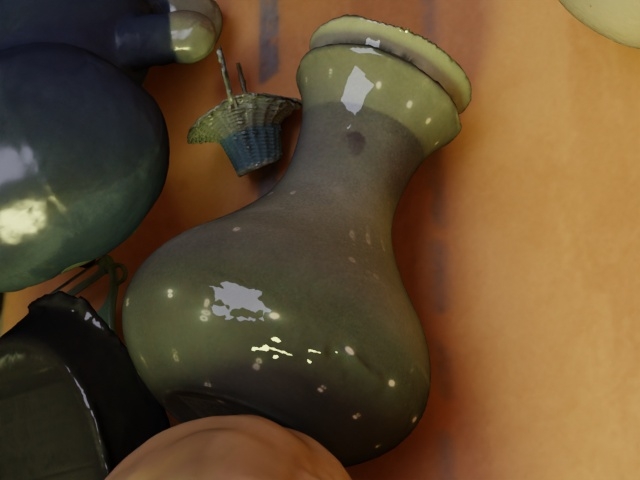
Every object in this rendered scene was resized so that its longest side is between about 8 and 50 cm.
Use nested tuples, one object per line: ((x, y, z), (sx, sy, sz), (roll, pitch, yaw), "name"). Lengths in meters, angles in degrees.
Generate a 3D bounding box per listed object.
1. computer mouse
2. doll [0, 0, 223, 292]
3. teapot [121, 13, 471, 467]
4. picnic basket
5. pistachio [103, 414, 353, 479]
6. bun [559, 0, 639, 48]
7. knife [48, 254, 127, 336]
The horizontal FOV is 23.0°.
((-0.143, 0.179, 0.965), (0.168, 0.087, 0.295), (-18, 80, 44), "computer mouse")
((-0.175, -0.076, 1.032), (0.228, 0.154, 0.258), (-21, 46, 19), "doll")
((0.000, 0.000, 0.922), (0.184, 0.183, 0.250), (5, 61, 32), "teapot")
((-0.051, -0.086, 1.044), (0.083, 0.065, 0.083), (-20, 88, 11), "picnic basket")
((-0.045, 0.247, 0.799), (0.214, 0.193, 0.318), (12, 97, 20), "pistachio")
((0.213, -0.174, 0.887), (0.173, 0.120, 0.172), (-28, 32, 19), "bun")
((-0.136, 0.093, 1.042), (0.078, 0.023, 0.166), (-36, 62, 28), "knife")
